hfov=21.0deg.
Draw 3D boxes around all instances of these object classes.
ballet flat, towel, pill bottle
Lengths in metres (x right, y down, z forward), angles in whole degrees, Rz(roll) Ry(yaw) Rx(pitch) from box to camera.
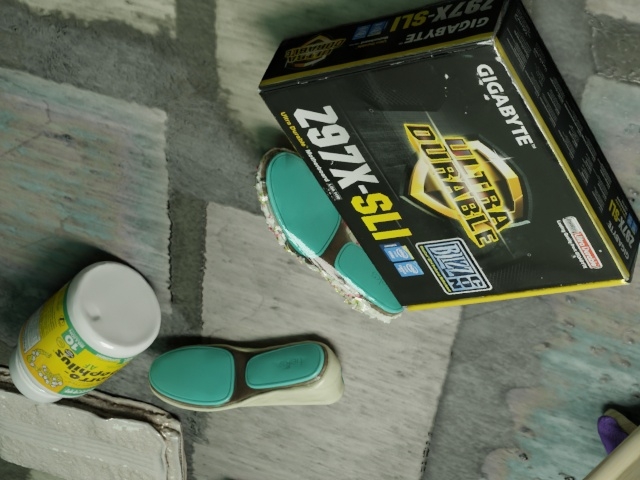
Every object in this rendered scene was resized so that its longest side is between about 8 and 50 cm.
[{"bbox_3d":[0.000,0.000,1.799,0.241,0.091,0.077,49,157,-24],"label":"ballet flat"},{"bbox_3d":[-0.310,0.262,2.268,0.282,0.049,0.187,13,140,12],"label":"towel"},{"bbox_3d":[-0.083,0.166,2.034,0.248,0.086,0.086,-3,135,27],"label":"ballet flat"},{"bbox_3d":[-0.285,0.116,2.033,0.117,0.118,0.208,36,139,-16],"label":"pill bottle"}]

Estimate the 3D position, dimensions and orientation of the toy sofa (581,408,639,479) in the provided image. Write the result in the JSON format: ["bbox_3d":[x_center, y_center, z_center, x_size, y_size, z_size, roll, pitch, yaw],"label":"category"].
[{"bbox_3d":[0.371,0.371,1.934,0.177,0.150,0.363,32,156,46],"label":"toy sofa"}]

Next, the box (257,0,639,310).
[{"bbox_3d":[0.127,-0.075,1.653,0.257,0.079,0.322,-7,133,34],"label":"box"}]
